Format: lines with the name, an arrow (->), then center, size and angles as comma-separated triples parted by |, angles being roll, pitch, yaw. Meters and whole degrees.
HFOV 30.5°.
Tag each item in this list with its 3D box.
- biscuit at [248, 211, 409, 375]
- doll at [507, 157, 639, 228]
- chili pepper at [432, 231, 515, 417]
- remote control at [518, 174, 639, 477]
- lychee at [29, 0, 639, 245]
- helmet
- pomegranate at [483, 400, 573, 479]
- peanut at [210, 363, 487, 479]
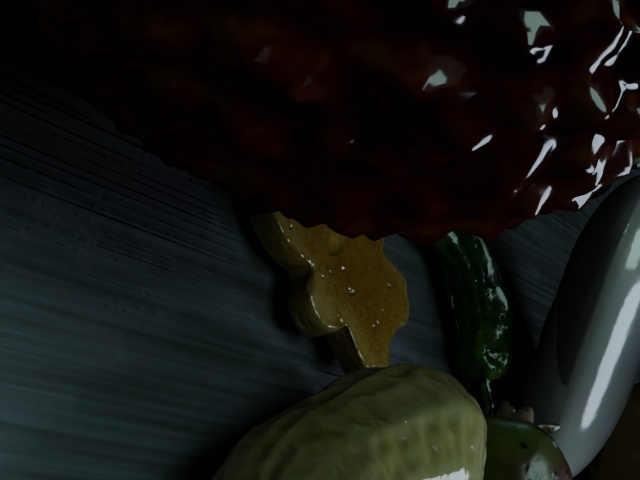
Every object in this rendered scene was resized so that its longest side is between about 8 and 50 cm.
biscuit -> 0.000, 0.000, 0.938 | 0.225, 0.036, 0.166 | 58, 35, -23
doll -> 0.233, -0.106, 1.169 | 0.135, 0.234, 0.143 | -21, 89, -53
chili pepper -> 0.136, 0.048, 1.110 | 0.122, 0.065, 0.279 | -32, 103, -43
remote control -> 0.277, 0.092, 1.173 | 0.221, 0.103, 0.332 | -22, 132, -67
lychee -> 0.011, -0.222, 0.697 | 0.500, 0.424, 0.424 | 40, 39, -4
helmet -> 0.380, 0.269, 1.349 | 0.224, 0.130, 0.198 | 63, 29, -2
pomegranate -> 0.161, 0.214, 1.034 | 0.159, 0.129, 0.129 | -7, 84, -70
peanut -> 0.012, 0.182, 0.795 | 0.325, 0.140, 0.153 | -35, 125, -55
